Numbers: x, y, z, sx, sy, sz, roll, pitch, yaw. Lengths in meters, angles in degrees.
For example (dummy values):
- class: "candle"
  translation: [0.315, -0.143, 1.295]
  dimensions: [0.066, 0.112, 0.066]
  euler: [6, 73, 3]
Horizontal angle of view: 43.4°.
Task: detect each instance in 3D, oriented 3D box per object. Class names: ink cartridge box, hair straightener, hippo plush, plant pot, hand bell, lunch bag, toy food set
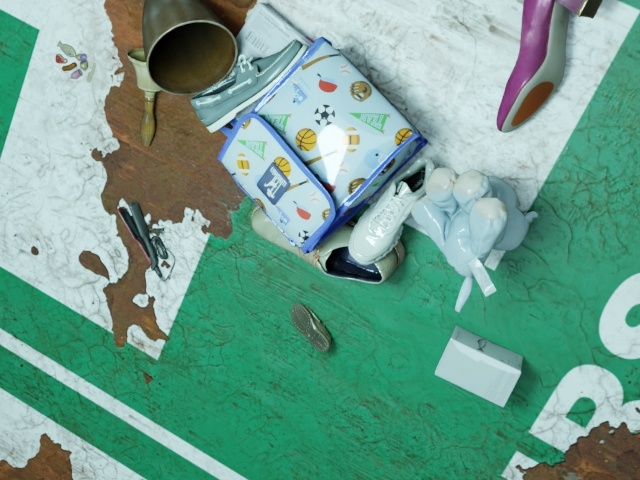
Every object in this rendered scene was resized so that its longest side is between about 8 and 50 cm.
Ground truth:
- class: "ink cartridge box"
  translation: [-0.156, -0.394, 1.955]
  dimensions: [0.186, 0.065, 0.311]
  euler: [40, 109, 5]
- class: "hair straightener"
  translation: [-0.454, 0.000, 2.149]
  dimensions: [0.089, 0.047, 0.230]
  euler: [-23, 95, 21]
- class: "hippo plush"
  translation: [0.376, -0.044, 1.760]
  dimensions: [0.234, 0.236, 0.294]
  euler: [-41, 71, 52]
- class: "plant pot"
  translation: [-0.335, -0.501, 1.906]
  dimensions: [0.215, 0.215, 0.230]
  euler: [-41, 55, 21]
- class: "hand bell"
  translation: [-0.437, -0.353, 2.046]
  dimensions: [0.126, 0.126, 0.242]
  euler: [19, 119, 13]
- class: "lunch bag"
  translation: [-0.006, -0.206, 1.830]
  dimensions: [0.385, 0.239, 0.328]
  euler: [-44, 81, 12]
- class: "toy food set"
  translation: [-0.654, -0.466, 2.119]
  dimensions: [0.122, 0.019, 0.078]
  euler: [28, 109, 10]

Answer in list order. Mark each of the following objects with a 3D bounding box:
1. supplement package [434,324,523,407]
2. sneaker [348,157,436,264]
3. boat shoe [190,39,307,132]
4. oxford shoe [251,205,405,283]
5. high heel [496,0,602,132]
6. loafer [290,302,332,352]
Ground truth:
- class: "supplement package"
  translation: [0.379, 0.298, 1.923]
  dimensions: [0.179, 0.105, 0.105]
  euler: [25, 109, 10]
- class: "sneaker"
  translation: [0.165, -0.074, 1.840]
  dimensions: [0.110, 0.118, 0.292]
  euler: [37, 83, 13]
- class: "boat shoe"
  translation: [-0.172, -0.374, 1.865]
  dimensions: [0.319, 0.116, 0.099]
  euler: [-33, 108, 26]
- class: "oxford shoe"
  translation: [0.000, 0.000, 1.944]
  dimensions: [0.397, 0.146, 0.140]
  euler: [15, 119, 15]
- class: "high heel"
  translation: [0.454, -0.428, 1.753]
  dimensions: [0.181, 0.127, 0.377]
  euler: [47, 119, 34]
- class: "loafer"
  translation: [-0.022, 0.224, 2.066]
  dimensions: [0.056, 0.050, 0.148]
  euler: [-41, 73, 18]
